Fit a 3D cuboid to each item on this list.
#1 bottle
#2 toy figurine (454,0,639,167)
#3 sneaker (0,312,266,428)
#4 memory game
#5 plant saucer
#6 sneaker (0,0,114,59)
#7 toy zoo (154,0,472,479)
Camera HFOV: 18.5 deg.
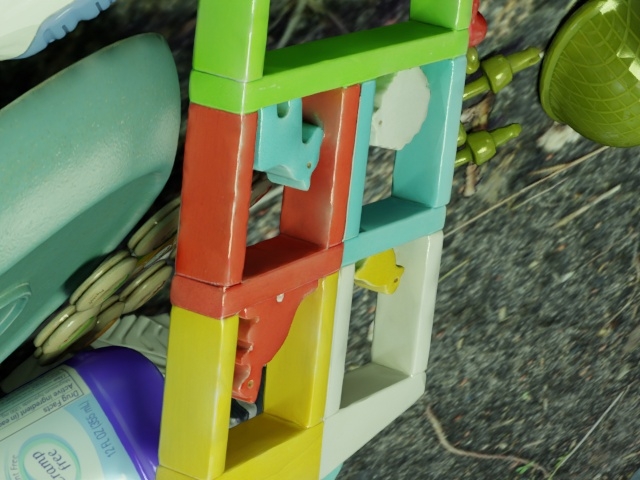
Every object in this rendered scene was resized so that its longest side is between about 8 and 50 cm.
[{"bbox_3d":[-0.184,0.159,0.910,0.283,0.118,0.092,-29,-171,-16],"label":"bottle"},{"bbox_3d":[0.198,-0.091,0.994,0.191,0.217,0.362,-27,153,-23],"label":"toy figurine"},{"bbox_3d":[-0.138,0.133,1.063,0.235,0.094,0.153,-28,155,-23],"label":"sneaker"},{"bbox_3d":[-0.067,-0.002,0.950,0.186,0.012,0.186,-42,176,-3],"label":"memory game"},{"bbox_3d":[-0.165,0.041,0.784,0.317,0.043,0.317,-43,178,-2],"label":"plant saucer"},{"bbox_3d":[-0.185,-0.083,0.635,0.296,0.112,0.131,-42,138,-12],"label":"sneaker"},{"bbox_3d":[0.000,0.000,0.898,0.192,0.030,0.293,-20,121,-55],"label":"toy zoo"}]
